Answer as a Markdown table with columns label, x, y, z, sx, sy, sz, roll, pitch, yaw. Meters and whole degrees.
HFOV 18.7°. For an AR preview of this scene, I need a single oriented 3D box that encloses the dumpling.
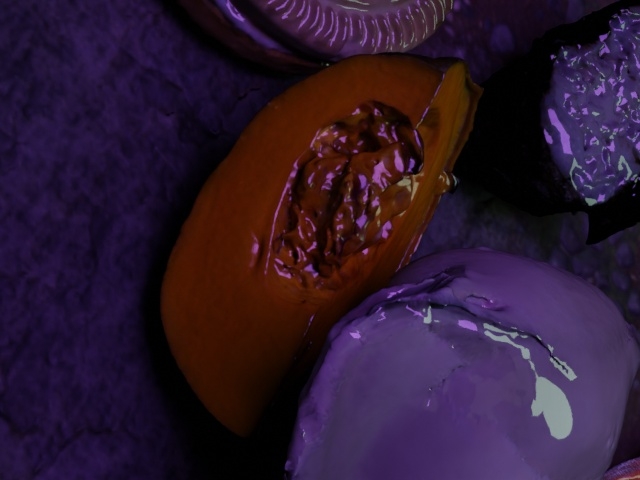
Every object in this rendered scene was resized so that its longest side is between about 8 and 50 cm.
| label | x | y | z | sx | sy | sz | roll | pitch | yaw |
| --- | --- | --- | --- | --- | --- | --- | --- | --- | --- |
| dumpling | 0.085 | 0.132 | 1.219 | 0.181 | 0.341 | 0.260 | 24 | 98 | 6 |

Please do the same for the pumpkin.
| label | x | y | z | sx | sy | sz | roll | pitch | yaw |
| --- | --- | --- | --- | --- | --- | --- | --- | --- | --- |
| pumpkin | -0.005 | 0.001 | 1.237 | 0.278 | 0.111 | 0.163 | -62 | 161 | -12 |

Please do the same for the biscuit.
| label | x | y | z | sx | sy | sz | roll | pitch | yaw |
| --- | --- | --- | --- | --- | --- | --- | --- | --- | --- |
| biscuit | -0.011 | -0.230 | 1.296 | 0.259 | 0.079 | 0.259 | 13 | 68 | -37 |

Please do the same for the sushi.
| label | x | y | z | sx | sy | sz | roll | pitch | yaw |
| --- | --- | --- | --- | --- | --- | --- | --- | --- | --- |
| sushi | 0.197 | -0.087 | 1.411 | 0.212 | 0.115 | 0.147 | -42 | 102 | -38 |

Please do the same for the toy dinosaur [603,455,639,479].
| label | x | y | z | sx | sy | sz | roll | pitch | yaw |
| --- | --- | --- | --- | --- | --- | --- | --- | --- | --- |
| toy dinosaur | 0.262 | 0.183 | 1.432 | 0.279 | 0.055 | 0.101 | -34 | 91 | -40 |
